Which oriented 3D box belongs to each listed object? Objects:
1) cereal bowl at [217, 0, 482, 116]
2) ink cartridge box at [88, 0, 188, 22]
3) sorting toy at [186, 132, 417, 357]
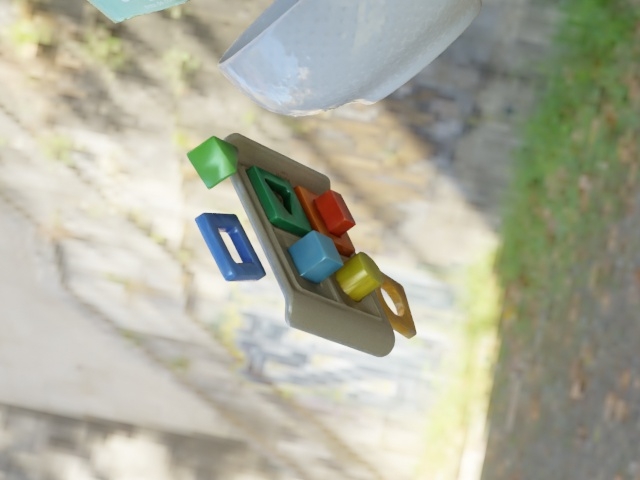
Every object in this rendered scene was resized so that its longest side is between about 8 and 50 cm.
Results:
[{"bbox_3d":[0.061,-0.243,1.929,0.339,0.141,0.339,-40,10,9],"label":"cereal bowl"},{"bbox_3d":[-0.168,-0.282,1.329,0.093,0.212,0.154,-9,54,43],"label":"ink cartridge box"},{"bbox_3d":[0.000,0.000,1.697,0.348,0.047,0.196,23,-140,-55],"label":"sorting toy"}]
